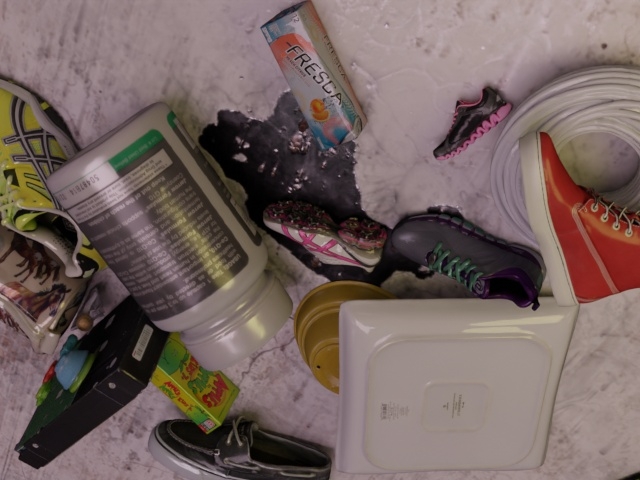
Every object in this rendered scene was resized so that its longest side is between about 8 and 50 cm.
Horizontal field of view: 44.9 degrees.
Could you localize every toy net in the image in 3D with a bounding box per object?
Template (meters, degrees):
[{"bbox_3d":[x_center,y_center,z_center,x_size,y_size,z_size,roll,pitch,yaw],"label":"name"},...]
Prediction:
[{"bbox_3d":[-0.399,0.171,1.279,0.045,0.232,0.122,31,118,-17],"label":"toy net"}]

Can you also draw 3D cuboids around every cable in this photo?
[{"bbox_3d":[0.344,-0.092,0.956,0.257,0.089,0.257,21,125,6],"label":"cable"}]

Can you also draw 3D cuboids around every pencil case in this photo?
[{"bbox_3d":[-0.567,0.018,1.270,0.410,0.184,0.160,37,123,-6],"label":"pencil case"}]

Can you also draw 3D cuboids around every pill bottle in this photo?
[{"bbox_3d":[-0.206,0.000,1.125,0.204,0.204,0.361,-24,109,29],"label":"pill bottle"}]

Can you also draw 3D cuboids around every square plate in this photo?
[{"bbox_3d":[0.197,0.237,1.162,0.343,0.049,0.348,-1,121,-3],"label":"square plate"}]

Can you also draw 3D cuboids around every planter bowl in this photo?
[{"bbox_3d":[0.047,0.177,1.213,0.217,0.090,0.217,9,121,14],"label":"planter bowl"}]

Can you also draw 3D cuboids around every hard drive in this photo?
[{"bbox_3d":[-0.363,0.213,1.282,0.064,0.237,0.339,40,123,-21],"label":"hard drive"}]

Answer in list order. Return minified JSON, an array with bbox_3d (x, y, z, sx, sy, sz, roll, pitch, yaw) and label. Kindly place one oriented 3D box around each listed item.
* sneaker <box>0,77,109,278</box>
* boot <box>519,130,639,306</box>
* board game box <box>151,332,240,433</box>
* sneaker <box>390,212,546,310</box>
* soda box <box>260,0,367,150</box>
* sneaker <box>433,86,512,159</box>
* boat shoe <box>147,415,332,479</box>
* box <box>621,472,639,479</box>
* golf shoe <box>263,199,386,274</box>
[{"bbox_3d":[-0.445,-0.103,1.178,0.384,0.147,0.145,41,125,-6],"label":"sneaker"},{"bbox_3d":[0.333,-0.036,0.890,0.176,0.088,0.244,-13,123,26],"label":"boot"},{"bbox_3d":[-0.231,0.237,1.340,0.181,0.092,0.043,46,122,-11],"label":"board game box"},{"bbox_3d":[0.201,0.030,1.069,0.223,0.098,0.083,15,123,9],"label":"sneaker"},{"bbox_3d":[-0.006,-0.215,1.014,0.058,0.063,0.183,-18,113,27],"label":"soda box"},{"bbox_3d":[0.187,-0.153,1.003,0.119,0.047,0.057,-39,95,25],"label":"sneaker"},{"bbox_3d":[-0.137,0.371,1.389,0.334,0.121,0.119,17,116,-4],"label":"boat shoe"},{"bbox_3d":[0.565,0.439,1.222,0.191,0.045,0.184,46,125,-12],"label":"box"},{"bbox_3d":[0.000,0.000,1.138,0.186,0.067,0.086,18,125,8],"label":"golf shoe"}]
